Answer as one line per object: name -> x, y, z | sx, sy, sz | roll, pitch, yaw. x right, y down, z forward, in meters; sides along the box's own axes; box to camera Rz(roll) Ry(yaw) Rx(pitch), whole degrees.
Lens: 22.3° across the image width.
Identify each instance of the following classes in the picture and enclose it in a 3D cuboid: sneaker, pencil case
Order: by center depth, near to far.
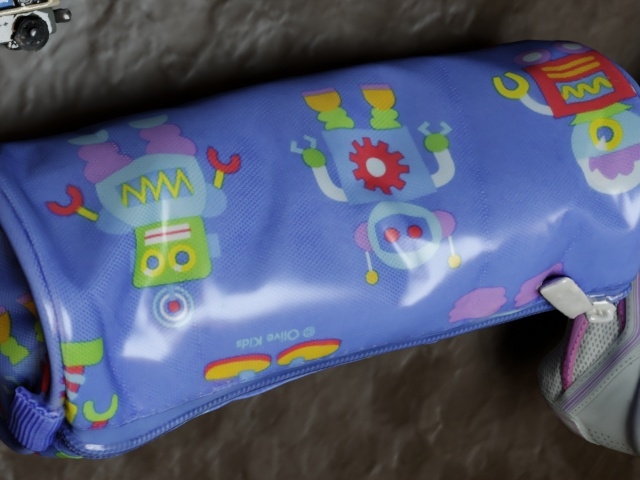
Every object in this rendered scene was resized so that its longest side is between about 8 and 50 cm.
pencil case -> 0.000, 0.000, 0.664 | 0.306, 0.133, 0.119 | -13, 154, -25
sneaker -> 0.168, -0.009, 0.776 | 0.103, 0.111, 0.252 | 44, 61, -42

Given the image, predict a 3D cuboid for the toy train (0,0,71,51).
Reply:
toy train -> -0.169, -0.078, 0.599 | 0.158, 0.027, 0.036 | -13, 103, -25
